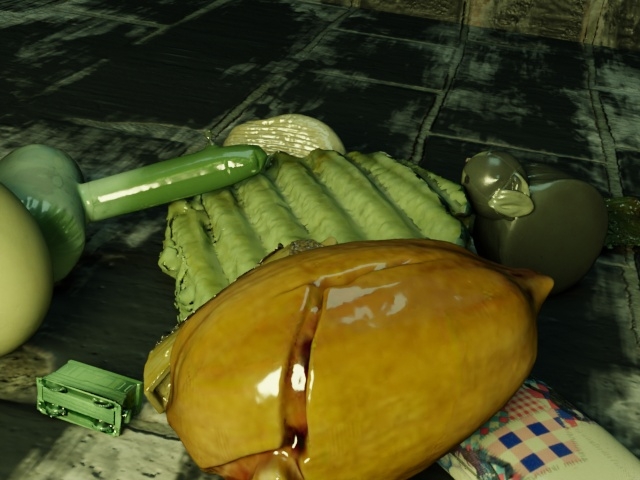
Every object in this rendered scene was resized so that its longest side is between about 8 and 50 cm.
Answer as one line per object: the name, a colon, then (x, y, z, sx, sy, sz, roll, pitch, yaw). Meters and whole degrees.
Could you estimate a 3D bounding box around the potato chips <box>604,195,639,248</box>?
potato chips: (0.436, -0.024, 1.428, 0.142, 0.026, 0.209, 25, 30, 30)

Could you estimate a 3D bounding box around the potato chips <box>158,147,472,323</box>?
potato chips: (0.000, 0.000, 1.088, 0.359, 0.070, 0.429, -17, 32, -9)

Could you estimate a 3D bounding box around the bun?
bun: (-0.051, -0.091, 1.326, 0.173, 0.113, 0.166, 37, 67, 18)

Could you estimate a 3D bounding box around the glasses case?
glasses case: (0.161, 0.169, 0.856, 0.125, 0.076, 0.327, -9, 28, -30)

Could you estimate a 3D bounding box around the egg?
egg: (-0.354, 0.020, 0.908, 0.242, 0.186, 0.186, 24, 29, 29)

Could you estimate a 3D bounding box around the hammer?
hammer: (-0.225, -0.062, 1.124, 0.336, 0.118, 0.206, -17, 30, -6)

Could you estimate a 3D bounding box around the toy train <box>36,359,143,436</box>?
toy train: (-0.206, 0.139, 0.868, 0.093, 0.038, 0.056, 14, 23, 15)

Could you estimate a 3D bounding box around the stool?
stool: (0.253, -0.040, 1.198, 0.153, 0.228, 0.139, -32, 33, -9)

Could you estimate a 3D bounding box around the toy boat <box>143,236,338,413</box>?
toy boat: (-0.065, 0.081, 0.899, 0.226, 0.068, 0.088, -36, 46, -14)

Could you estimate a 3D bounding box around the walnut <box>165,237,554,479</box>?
walnut: (0.041, 0.092, 0.778, 0.336, 0.209, 0.209, -23, 32, -11)
